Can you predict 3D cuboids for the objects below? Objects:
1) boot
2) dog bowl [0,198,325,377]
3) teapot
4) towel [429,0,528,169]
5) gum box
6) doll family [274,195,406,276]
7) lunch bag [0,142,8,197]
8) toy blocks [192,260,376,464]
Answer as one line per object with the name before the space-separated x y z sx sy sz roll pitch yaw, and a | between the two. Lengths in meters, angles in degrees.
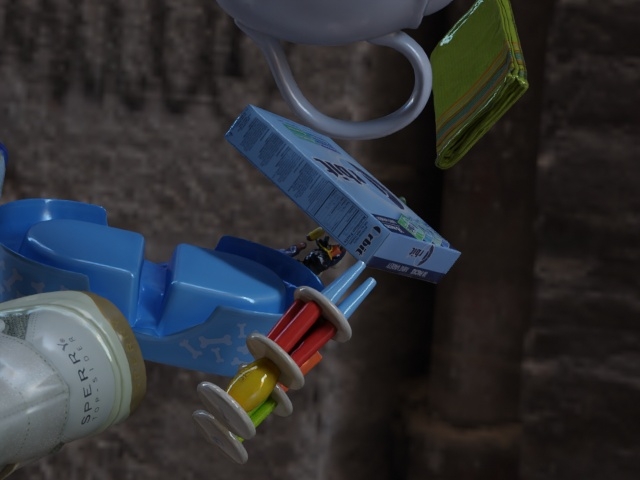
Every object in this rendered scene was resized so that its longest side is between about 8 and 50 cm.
boot | -0.192 0.083 0.624 0.213 0.077 0.165 -15 7 33
dog bowl | -0.147 0.044 1.426 0.297 0.074 0.166 12 20 -7
teapot | 0.045 -0.231 1.139 0.187 0.252 0.256 22 -21 0
towel | 0.129 -0.148 1.413 0.021 0.102 0.237 37 23 -17
gum box | 0.021 -0.040 1.465 0.184 0.041 0.157 44 13 25
doll family | 0.000 0.000 1.750 0.076 0.193 0.111 48 3 -1
lunch bag | -0.439 -0.059 1.647 0.219 0.176 0.090 19 43 -21
toy blocks | -0.022 0.084 1.183 0.054 0.148 0.123 42 -21 10
